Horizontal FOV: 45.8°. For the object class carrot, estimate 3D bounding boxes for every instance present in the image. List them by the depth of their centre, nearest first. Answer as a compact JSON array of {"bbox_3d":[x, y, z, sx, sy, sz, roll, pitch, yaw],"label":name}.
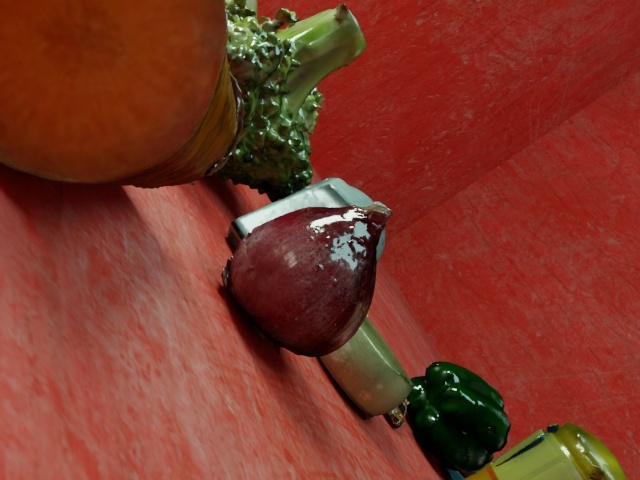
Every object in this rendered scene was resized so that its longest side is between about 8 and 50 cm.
[{"bbox_3d":[-0.157,-0.129,0.595,0.196,0.196,0.254,56,-3,0],"label":"carrot"}]

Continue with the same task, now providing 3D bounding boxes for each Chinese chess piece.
[{"bbox_3d":[0.052,0.160,1.079,0.188,0.083,0.188,52,5,-7],"label":"Chinese chess piece"}]

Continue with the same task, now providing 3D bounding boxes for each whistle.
[{"bbox_3d":[-0.006,0.003,1.071,0.163,0.290,0.163,27,-51,38],"label":"whistle"}]

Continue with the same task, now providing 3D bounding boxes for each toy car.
[{"bbox_3d":[0.121,0.267,1.243,0.059,0.035,0.122,60,4,2],"label":"toy car"}]

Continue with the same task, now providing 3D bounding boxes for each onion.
[{"bbox_3d":[0.000,0.029,0.815,0.159,0.195,0.159,46,1,-2],"label":"onion"}]

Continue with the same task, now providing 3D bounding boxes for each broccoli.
[{"bbox_3d":[-0.101,-0.221,1.100,0.277,0.317,0.338,45,-40,35],"label":"broccoli"}]

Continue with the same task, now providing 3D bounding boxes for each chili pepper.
[{"bbox_3d":[0.266,0.334,1.397,0.261,0.165,0.174,39,6,-31],"label":"chili pepper"}]

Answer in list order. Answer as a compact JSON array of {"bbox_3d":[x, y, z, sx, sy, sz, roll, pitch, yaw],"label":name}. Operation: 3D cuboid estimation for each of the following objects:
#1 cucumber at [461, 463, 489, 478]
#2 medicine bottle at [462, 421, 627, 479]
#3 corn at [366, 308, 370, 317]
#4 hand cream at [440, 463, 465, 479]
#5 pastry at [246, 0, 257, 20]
[{"bbox_3d":[0.329,0.488,1.605,0.112,0.064,0.064,48,10,-39],"label":"cucumber"},{"bbox_3d":[0.188,0.277,0.746,0.124,0.239,0.124,57,3,-5],"label":"medicine bottle"},{"bbox_3d":[0.001,0.053,1.232,0.248,0.081,0.081,52,7,-30],"label":"corn"},{"bbox_3d":[0.298,0.497,1.404,0.224,0.048,0.083,49,7,-13],"label":"hand cream"},{"bbox_3d":[-0.225,-0.396,1.254,0.265,0.133,0.265,13,12,-3],"label":"pastry"}]
